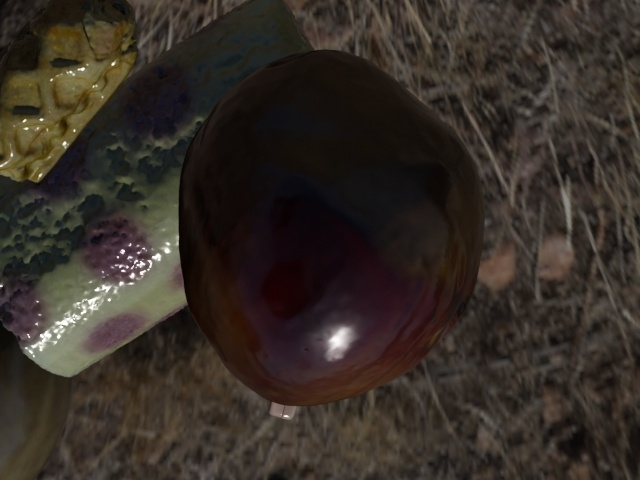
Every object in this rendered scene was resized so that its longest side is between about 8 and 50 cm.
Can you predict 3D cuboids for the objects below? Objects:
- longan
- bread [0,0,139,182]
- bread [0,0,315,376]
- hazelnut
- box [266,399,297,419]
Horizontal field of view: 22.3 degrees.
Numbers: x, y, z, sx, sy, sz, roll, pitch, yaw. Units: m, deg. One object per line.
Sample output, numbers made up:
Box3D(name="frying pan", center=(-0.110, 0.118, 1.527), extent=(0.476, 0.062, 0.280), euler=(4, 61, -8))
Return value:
Box3D(name="longan", center=(-0.382, 0.143, 1.597), extent=(0.350, 0.288, 0.288), euler=(-10, 119, 49))
Box3D(name="bread", center=(-0.137, -0.086, 0.836), extent=(0.060, 0.066, 0.110), euler=(43, 106, 6))
Box3D(name="bread", center=(-0.131, -0.050, 1.381), extent=(0.338, 0.187, 0.155), euler=(-32, 151, 8))
Box3D(name="hazelnut", center=(0.000, 0.000, 1.061), extent=(0.229, 0.229, 0.230), euler=(0, 111, 0))
Box3D(name="box", center=(-0.030, 0.105, 1.345), extent=(0.025, 0.115, 0.048), euler=(14, 106, -9))
